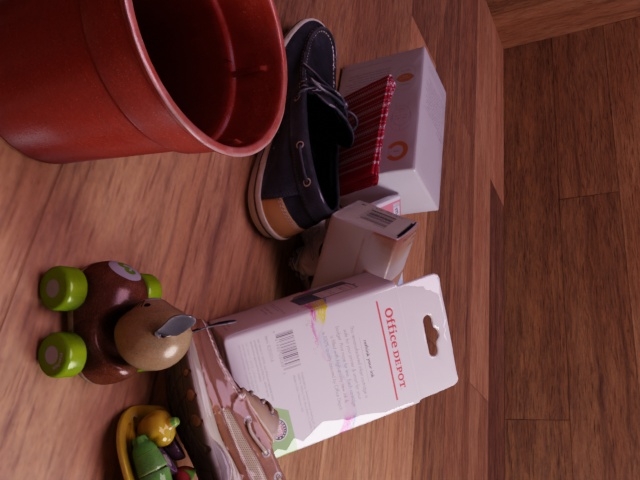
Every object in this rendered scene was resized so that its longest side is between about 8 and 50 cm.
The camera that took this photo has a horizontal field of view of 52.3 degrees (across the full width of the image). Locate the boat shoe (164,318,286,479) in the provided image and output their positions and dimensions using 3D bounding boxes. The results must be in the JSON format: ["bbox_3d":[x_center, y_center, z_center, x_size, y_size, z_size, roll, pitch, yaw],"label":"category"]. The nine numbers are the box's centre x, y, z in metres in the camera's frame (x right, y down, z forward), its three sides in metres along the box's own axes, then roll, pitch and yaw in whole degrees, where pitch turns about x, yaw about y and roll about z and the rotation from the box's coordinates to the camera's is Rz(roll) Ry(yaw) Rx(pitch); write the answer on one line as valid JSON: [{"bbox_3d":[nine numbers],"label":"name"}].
[{"bbox_3d":[-0.120,0.256,0.880,0.116,0.123,0.324,-18,93,-33],"label":"boat shoe"}]

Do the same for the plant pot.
[{"bbox_3d":[-0.219,-0.204,0.718,0.272,0.265,0.272,26,60,-59],"label":"plant pot"}]

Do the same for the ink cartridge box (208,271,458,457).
[{"bbox_3d":[0.025,0.180,1.029,0.353,0.119,0.207,-15,101,-18],"label":"ink cartridge box"}]

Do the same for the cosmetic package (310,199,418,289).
[{"bbox_3d":[0.062,0.093,1.193,0.153,0.129,0.296,-34,143,-63],"label":"cosmetic package"}]

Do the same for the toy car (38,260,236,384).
[{"bbox_3d":[-0.201,0.092,0.761,0.155,0.188,0.149,14,72,-61],"label":"toy car"}]

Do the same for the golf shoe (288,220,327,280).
[{"bbox_3d":[0.000,0.000,1.284,0.069,0.086,0.176,52,39,-42],"label":"golf shoe"}]

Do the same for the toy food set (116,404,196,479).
[{"bbox_3d":[-0.179,0.303,0.817,0.128,0.071,0.218,31,38,-74],"label":"toy food set"}]

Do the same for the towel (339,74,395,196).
[{"bbox_3d":[0.056,-0.198,1.319,0.031,0.199,0.275,38,50,-35],"label":"towel"}]

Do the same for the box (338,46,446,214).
[{"bbox_3d":[0.157,-0.242,1.502,0.168,0.215,0.345,47,44,-49],"label":"box"}]

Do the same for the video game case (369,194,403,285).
[{"bbox_3d":[0.108,0.064,1.365,0.204,0.025,0.285,-24,117,-46],"label":"video game case"}]

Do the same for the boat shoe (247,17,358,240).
[{"bbox_3d":[-0.012,-0.230,1.246,0.187,0.156,0.500,47,43,-46],"label":"boat shoe"}]
